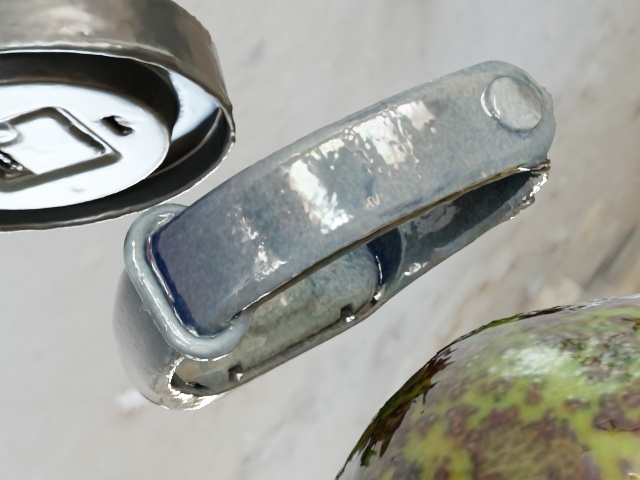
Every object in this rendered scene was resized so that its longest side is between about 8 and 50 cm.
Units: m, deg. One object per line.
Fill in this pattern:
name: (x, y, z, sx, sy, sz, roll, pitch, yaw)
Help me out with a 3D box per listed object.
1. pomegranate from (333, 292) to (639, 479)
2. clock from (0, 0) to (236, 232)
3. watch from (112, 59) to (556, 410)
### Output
pomegranate: (0.111, 0.127, 0.518, 0.204, 0.276, 0.222, -12, 98, -32)
clock: (-0.130, -0.057, 0.864, 0.184, 0.040, 0.184, -6, 158, -2)
watch: (0.000, 0.000, 0.865, 0.206, 0.068, 0.193, -23, 166, -36)
